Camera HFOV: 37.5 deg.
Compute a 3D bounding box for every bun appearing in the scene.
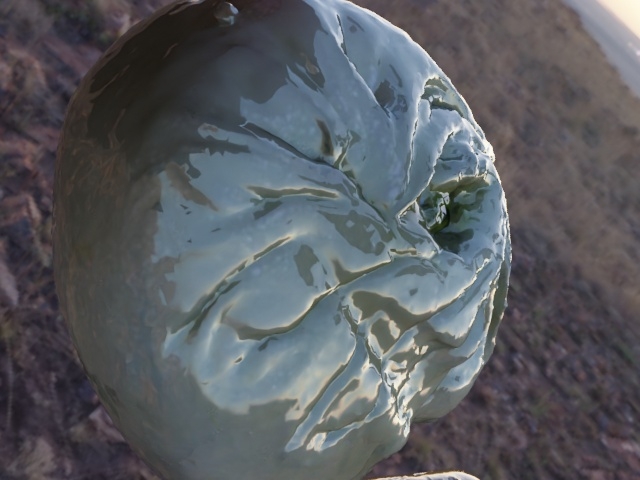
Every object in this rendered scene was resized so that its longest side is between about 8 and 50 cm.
[{"bbox_3d":[0.000,0.000,0.403,0.229,0.145,0.229,33,51,-54],"label":"bun"}]

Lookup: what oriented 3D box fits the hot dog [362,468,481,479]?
[{"bbox_3d":[0.033,0.231,0.698,0.269,0.115,0.072,3,33,-41],"label":"hot dog"}]
